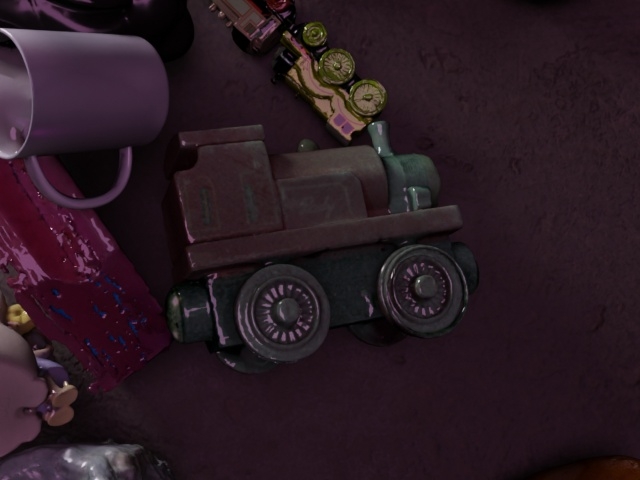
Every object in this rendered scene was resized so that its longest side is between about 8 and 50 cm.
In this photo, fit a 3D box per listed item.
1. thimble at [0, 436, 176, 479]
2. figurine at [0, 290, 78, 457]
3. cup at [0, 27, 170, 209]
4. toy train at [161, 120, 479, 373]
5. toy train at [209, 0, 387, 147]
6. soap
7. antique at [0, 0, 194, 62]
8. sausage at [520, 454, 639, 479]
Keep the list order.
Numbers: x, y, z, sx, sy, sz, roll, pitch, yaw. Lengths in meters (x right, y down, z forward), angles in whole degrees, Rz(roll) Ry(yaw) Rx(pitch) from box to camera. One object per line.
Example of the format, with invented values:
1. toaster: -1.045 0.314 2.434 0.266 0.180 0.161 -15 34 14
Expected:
1. thimble: -0.224 0.287 0.640 0.205 0.172 0.250 27 76 17
2. figurine: -0.331 0.094 0.694 0.155 0.235 0.127 -11 120 -31
3. cup: -0.208 -0.104 0.625 0.099 0.133 0.136 30 118 31
4. toy train: 0.000 0.000 0.707 0.304 0.150 0.221 -8 79 -21
5. toy train: -0.032 -0.209 0.796 0.085 0.053 0.250 -43 87 -2
6. soap: -0.238 0.019 0.702 0.099 0.162 0.250 -34 87 -15
7. antique: -0.284 -0.248 0.726 0.322 0.185 0.255 -31 78 -6
8. sausage: 0.192 0.294 0.724 0.302 0.076 0.103 -34 51 -4
